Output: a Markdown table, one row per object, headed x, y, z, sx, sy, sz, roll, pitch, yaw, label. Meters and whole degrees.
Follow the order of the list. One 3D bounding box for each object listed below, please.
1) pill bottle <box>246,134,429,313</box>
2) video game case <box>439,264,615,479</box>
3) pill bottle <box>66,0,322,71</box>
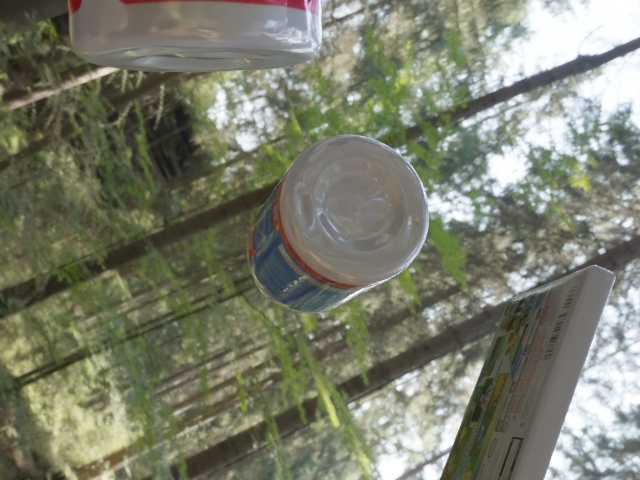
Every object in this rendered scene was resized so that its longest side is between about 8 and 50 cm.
| x | y | z | sx | sy | sz | roll | pitch | yaw | label |
| --- | --- | --- | --- | --- | --- | --- | --- | --- | --- |
| 0.000 | 0.000 | 0.648 | 0.124 | 0.124 | 0.221 | 64 | -22 | 7 | pill bottle |
| 0.258 | 0.209 | 0.944 | 0.036 | 0.329 | 0.300 | 24 | -14 | 1 | video game case |
| -0.088 | -0.283 | 0.484 | 0.176 | 0.176 | 0.318 | -156 | -117 | -72 | pill bottle |
